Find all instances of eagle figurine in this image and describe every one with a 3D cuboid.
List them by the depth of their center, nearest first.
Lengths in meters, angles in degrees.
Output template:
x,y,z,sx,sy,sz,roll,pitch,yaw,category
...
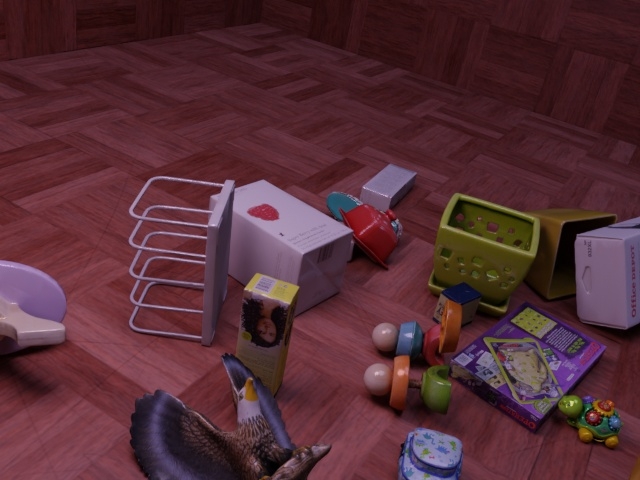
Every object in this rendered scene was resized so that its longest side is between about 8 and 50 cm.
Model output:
x,y,z,sx,sy,sz,roll,pitch,yaw,category
-0.121,0.305,0.968,0.226,0.225,0.298,34,-16,-36,eagle figurine

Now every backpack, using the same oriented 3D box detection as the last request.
x,y,z,sx,sy,sz,roll,pitch,yaw,category
0.179,0.370,1.036,0.105,0.084,0.114,15,33,10,backpack

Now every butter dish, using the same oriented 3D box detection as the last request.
x,y,z,sx,sy,sz,roll,pitch,yaw,category
0.143,-0.033,1.623,0.160,0.118,0.159,44,13,-34,butter dish

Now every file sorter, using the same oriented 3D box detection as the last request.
x,y,z,sx,sy,sz,roll,pitch,yaw,category
-0.277,0.033,1.260,0.173,0.277,0.192,8,30,-3,file sorter

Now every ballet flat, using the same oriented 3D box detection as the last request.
x,y,z,sx,sy,sz,roll,pitch,yaw,category
0.123,-0.060,1.771,0.241,0.091,0.077,31,5,22,ballet flat

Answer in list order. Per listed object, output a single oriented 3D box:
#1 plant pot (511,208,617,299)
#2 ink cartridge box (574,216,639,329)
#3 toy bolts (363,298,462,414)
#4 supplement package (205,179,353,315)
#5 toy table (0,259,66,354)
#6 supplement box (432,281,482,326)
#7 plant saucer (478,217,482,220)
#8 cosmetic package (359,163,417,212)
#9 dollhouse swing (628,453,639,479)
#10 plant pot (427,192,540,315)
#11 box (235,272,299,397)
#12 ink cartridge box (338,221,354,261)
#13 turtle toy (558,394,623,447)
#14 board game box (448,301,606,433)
x,y,z,sx,sy,sz,roll,pitch,yaw,category
0.627,0.011,1.698,0.212,0.212,0.187,-7,23,-29,plant pot
0.784,0.072,1.587,0.308,0.223,0.129,-12,11,-34,ink cartridge box
0.175,0.199,1.236,0.159,0.218,0.228,8,12,7,toy bolts
-0.102,0.009,1.459,0.293,0.175,0.178,30,36,30,supplement package
-0.566,0.139,1.047,0.275,0.252,0.161,-13,20,-20,toy table
0.313,0.152,1.452,0.083,0.083,0.056,-15,39,-37,supplement box
0.488,-0.079,1.977,0.084,0.013,0.083,9,31,-5,plant saucer
0.214,-0.166,1.980,0.099,0.060,0.239,21,31,19,cosmetic package
0.624,0.461,0.856,0.347,0.315,0.305,19,11,12,dollhouse swing
0.389,0.040,1.547,0.227,0.207,0.228,19,31,13,plant pot
-0.100,0.174,1.122,0.087,0.232,0.058,16,33,10,box
0.000,0.000,1.622,0.151,0.063,0.109,1,32,-17,ink cartridge box
0.523,0.338,1.226,0.130,0.066,0.095,13,30,2,turtle toy
0.449,0.257,1.363,0.208,0.056,0.347,29,34,34,board game box
